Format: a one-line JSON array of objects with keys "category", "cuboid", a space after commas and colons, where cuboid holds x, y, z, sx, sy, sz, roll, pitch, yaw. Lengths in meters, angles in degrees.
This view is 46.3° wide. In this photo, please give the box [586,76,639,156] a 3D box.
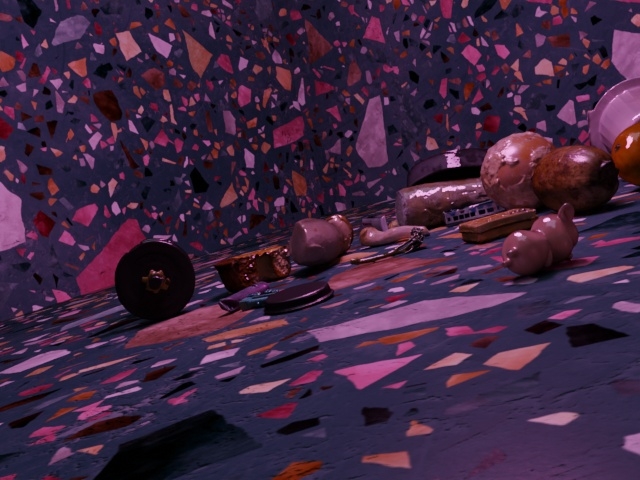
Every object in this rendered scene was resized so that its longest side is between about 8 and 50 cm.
[{"category": "box", "cuboid": [0.842, -0.282, 1.870, 0.291, 0.262, 0.206, -51, 8, 24]}]

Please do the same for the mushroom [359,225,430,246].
[{"category": "mushroom", "cuboid": [0.197, -0.018, 1.980, 0.202, 0.054, 0.059, -7, 7, 30]}]

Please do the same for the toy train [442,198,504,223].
[{"category": "toy train", "cuboid": [0.434, -0.085, 2.005, 0.208, 0.047, 0.043, -14, 8, 4]}]

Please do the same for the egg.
[{"category": "egg", "cuboid": [0.507, -0.168, 1.865, 0.203, 0.203, 0.245, -11, 0, 41]}]

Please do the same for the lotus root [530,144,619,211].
[{"category": "lotus root", "cuboid": [0.540, -0.132, 1.622, 0.129, 0.145, 0.260, -10, 5, -19]}]

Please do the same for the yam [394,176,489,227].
[{"category": "yam", "cuboid": [0.363, -0.107, 2.091, 0.331, 0.133, 0.133, -10, 6, 13]}]

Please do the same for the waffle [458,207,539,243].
[{"category": "waffle", "cuboid": [0.378, -0.032, 1.583, 0.148, 0.042, 0.102, -15, 5, -12]}]

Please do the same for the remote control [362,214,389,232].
[{"category": "remote control", "cuboid": [0.167, -0.045, 2.288, 0.029, 0.065, 0.166, -18, 5, -19]}]

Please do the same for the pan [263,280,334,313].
[{"category": "pan", "cuboid": [-0.037, 0.099, 1.437, 0.136, 0.028, 0.235, -14, 5, 7]}]

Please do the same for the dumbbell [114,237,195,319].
[{"category": "dumbbell", "cuboid": [-0.397, 0.086, 1.808, 0.185, 0.185, 0.388, -16, 5, -12]}]

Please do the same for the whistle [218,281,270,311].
[{"category": "whistle", "cuboid": [-0.157, 0.119, 1.572, 0.033, 0.033, 0.176, -13, 4, 25]}]

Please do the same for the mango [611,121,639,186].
[{"category": "mango", "cuboid": [0.763, -0.203, 1.715, 0.221, 0.151, 0.120, -21, -13, -29]}]

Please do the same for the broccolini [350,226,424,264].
[{"category": "broccolini", "cuboid": [0.160, 0.020, 1.699, 0.194, 0.054, 0.052, -19, 24, -21]}]

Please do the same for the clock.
[{"category": "clock", "cuboid": [0.412, -0.174, 2.197, 0.326, 0.067, 0.325, -2, -20, -1]}]

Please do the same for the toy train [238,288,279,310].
[{"category": "toy train", "cuboid": [-0.118, 0.118, 1.490, 0.092, 0.029, 0.045, -11, 14, 31]}]

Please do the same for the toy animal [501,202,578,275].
[{"category": "toy animal", "cuboid": [0.321, 0.004, 1.093, 0.150, 0.089, 0.083, -29, 14, -32]}]

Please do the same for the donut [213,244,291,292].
[{"category": "donut", "cuboid": [-0.170, 0.074, 1.835, 0.141, 0.085, 0.217, -12, 5, 41]}]

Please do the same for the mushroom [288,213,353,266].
[{"category": "mushroom", "cuboid": [0.000, 0.000, 1.901, 0.129, 0.128, 0.350, -14, 2, 19]}]

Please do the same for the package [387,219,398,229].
[{"category": "package", "cuboid": [0.278, -0.060, 2.320, 0.108, 0.031, 0.121, -19, 6, -35]}]
